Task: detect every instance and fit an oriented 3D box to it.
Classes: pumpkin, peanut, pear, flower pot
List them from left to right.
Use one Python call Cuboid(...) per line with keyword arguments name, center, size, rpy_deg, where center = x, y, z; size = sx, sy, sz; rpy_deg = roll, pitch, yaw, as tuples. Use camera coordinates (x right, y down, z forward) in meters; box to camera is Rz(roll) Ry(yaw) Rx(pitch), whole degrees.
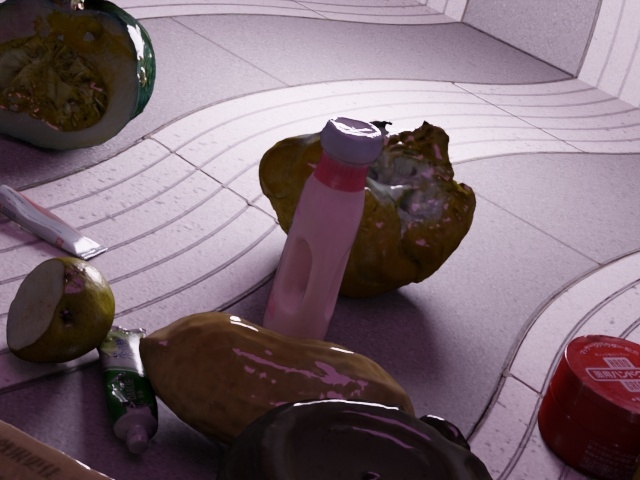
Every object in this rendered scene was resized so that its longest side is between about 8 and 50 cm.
Cuboid(name="pear", center=(-0.311, 0.093, 1.401), size=(0.104, 0.141, 0.141), rpy_deg=(31, 16, -34))
Cuboid(name="pumpkin", center=(-0.419, -0.302, 1.937), size=(0.292, 0.264, 0.197), rpy_deg=(18, 21, 1))
Cuboid(name="peanut", center=(-0.053, 0.176, 1.332), size=(0.339, 0.158, 0.174), rpy_deg=(21, 30, -6))
Cuboid(name="flower pot", center=(0.036, 0.294, 1.108), size=(0.301, 0.213, 0.302), rpy_deg=(13, 28, -7))

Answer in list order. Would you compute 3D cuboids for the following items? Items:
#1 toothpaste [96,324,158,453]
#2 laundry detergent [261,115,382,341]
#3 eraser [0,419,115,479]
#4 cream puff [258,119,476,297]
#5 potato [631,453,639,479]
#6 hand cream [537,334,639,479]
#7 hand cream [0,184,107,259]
Cuboid(name="toothpaste", center=(-0.234, 0.171, 1.377), size=(0.078, 0.047, 0.248), rpy_deg=(8, 26, -20))
Cuboid(name="laundry detergent", center=(0.000, 0.000, 1.509), size=(0.087, 0.335, 0.159), rpy_deg=(10, 28, -13))
Cuboid(name="eraser", center=(-0.313, 0.261, 1.101), size=(0.343, 0.078, 0.144), rpy_deg=(24, 38, 16))
Cuboid(name="cream puff", center=(0.057, -0.046, 1.790), size=(0.323, 0.270, 0.274), rpy_deg=(-2, -2, -35))
Cuboid(name="potato", center=(0.452, 0.320, 1.400), size=(0.137, 0.137, 0.176), rpy_deg=(14, 55, -5))
Cuboid(name="hand cream", center=(0.398, 0.227, 1.541), size=(0.193, 0.125, 0.193), rpy_deg=(14, 26, -7))
Cuboid(name="hand cream", center=(-0.413, -0.031, 1.675), size=(0.216, 0.038, 0.052), rpy_deg=(31, 54, 14))
